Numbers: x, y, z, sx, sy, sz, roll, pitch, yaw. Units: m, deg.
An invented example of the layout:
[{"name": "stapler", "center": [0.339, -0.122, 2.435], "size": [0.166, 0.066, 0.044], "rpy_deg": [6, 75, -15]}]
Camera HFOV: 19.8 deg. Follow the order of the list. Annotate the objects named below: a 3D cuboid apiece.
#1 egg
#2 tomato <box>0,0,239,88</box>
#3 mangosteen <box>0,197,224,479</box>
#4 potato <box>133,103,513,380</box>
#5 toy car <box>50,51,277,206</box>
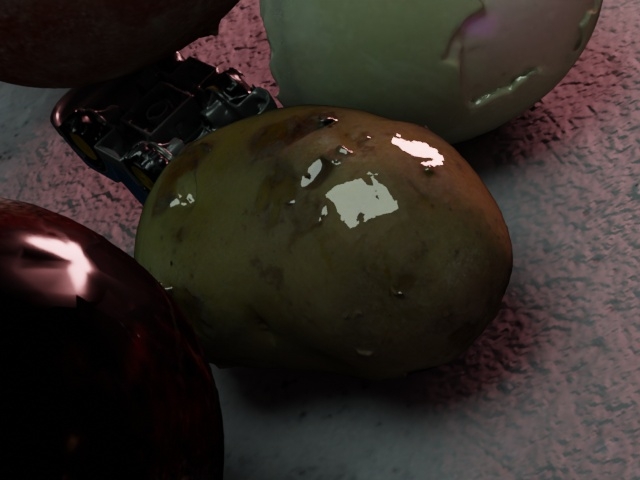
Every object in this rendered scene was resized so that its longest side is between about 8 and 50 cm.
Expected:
[{"name": "egg", "center": [0.073, -0.150, 1.184], "size": [0.217, 0.183, 0.183], "rpy_deg": [-7, 43, 11]}, {"name": "tomato", "center": [-0.173, -0.259, 1.243], "size": [0.317, 0.282, 0.316], "rpy_deg": [-8, 59, 14]}, {"name": "mangosteen", "center": [-0.215, 0.118, 0.985], "size": [0.330, 0.330, 0.330], "rpy_deg": [-19, 40, 17]}, {"name": "potato", "center": [0.000, 0.000, 1.094], "size": [0.262, 0.165, 0.165], "rpy_deg": [-3, 47, 40]}, {"name": "toy car", "center": [-0.095, -0.065, 1.272], "size": [0.097, 0.100, 0.191], "rpy_deg": [-45, 41, -15]}]
